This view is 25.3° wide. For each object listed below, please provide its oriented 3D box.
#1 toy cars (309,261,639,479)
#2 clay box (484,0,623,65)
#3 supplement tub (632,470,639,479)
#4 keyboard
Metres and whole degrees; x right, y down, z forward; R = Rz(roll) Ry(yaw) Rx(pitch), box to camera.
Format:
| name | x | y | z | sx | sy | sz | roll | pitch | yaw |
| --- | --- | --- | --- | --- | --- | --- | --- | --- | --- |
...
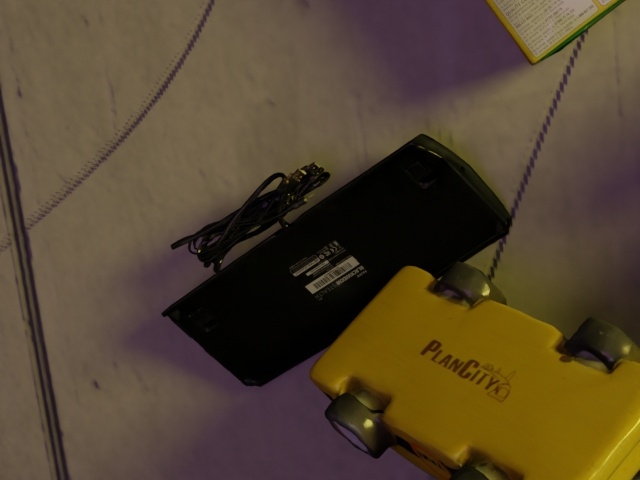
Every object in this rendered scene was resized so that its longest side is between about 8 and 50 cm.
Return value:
| name | x | y | z | sx | sy | sz | roll | pitch | yaw |
| --- | --- | --- | --- | --- | --- | --- | --- | --- | --- |
| toy cars | 0.174 | 0.054 | 0.617 | 0.394 | 0.176 | 0.087 | -19 | 129 | 27 |
| clay box | 0.081 | -0.205 | 0.627 | 0.127 | 0.053 | 0.222 | -37 | 88 | 30 |
| supplement tub | 0.162 | 0.188 | 0.631 | 0.144 | 0.200 | 0.144 | 8 | 110 | 23 |
| keyboard | 0.000 | 0.000 | 0.751 | 0.192 | 0.038 | 0.100 | -33 | 114 | 28 |
